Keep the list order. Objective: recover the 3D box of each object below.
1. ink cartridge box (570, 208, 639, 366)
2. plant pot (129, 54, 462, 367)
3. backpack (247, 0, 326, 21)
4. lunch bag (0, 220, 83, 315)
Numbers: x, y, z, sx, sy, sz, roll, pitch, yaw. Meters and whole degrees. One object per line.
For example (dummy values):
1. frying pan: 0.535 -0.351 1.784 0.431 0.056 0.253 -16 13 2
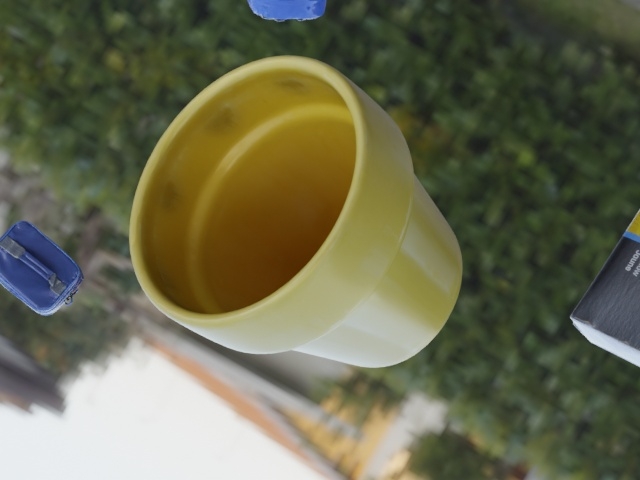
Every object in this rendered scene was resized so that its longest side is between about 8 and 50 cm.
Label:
1. ink cartridge box: 0.447 0.020 1.724 0.307 0.303 0.072 27 169 48
2. plant pot: 0.000 0.000 1.539 0.254 0.254 0.239 30 177 44
3. backpack: -0.042 -0.300 1.884 0.098 0.101 0.120 -4 -137 -8
4. lunch bag: -0.288 0.031 1.752 0.098 0.067 0.065 39 173 4
